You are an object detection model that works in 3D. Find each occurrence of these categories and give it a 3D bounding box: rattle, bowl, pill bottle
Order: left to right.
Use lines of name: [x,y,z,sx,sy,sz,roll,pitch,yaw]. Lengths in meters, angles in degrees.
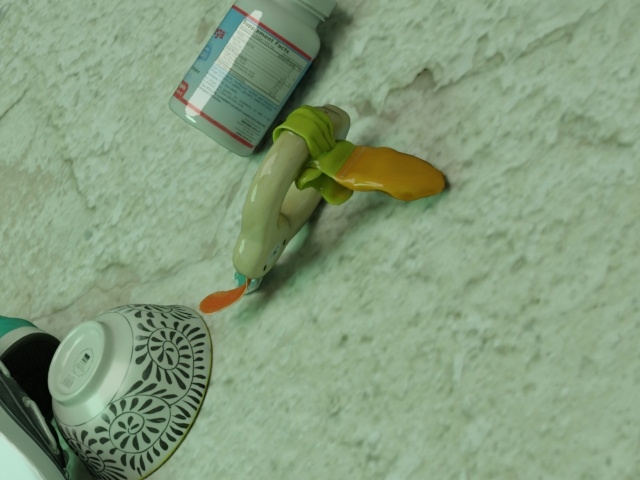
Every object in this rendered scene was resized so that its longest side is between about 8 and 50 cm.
bowl: [-0.178,0.116,1.636,0.170,0.080,0.170,-31,43,34]
pill bottle: [-0.056,-0.160,1.686,0.160,0.087,0.087,-56,35,2]
rattle: [0.000,0.000,1.550,0.130,0.143,0.199,-68,1,-75]

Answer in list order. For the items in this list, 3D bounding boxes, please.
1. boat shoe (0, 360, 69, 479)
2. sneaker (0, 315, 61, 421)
boat shoe: [-0.259,0.190,1.624,0.301,0.102,0.108,48,115,20]
sneaker: [-0.371,0.182,1.778,0.295,0.124,0.178,-54,40,-7]
